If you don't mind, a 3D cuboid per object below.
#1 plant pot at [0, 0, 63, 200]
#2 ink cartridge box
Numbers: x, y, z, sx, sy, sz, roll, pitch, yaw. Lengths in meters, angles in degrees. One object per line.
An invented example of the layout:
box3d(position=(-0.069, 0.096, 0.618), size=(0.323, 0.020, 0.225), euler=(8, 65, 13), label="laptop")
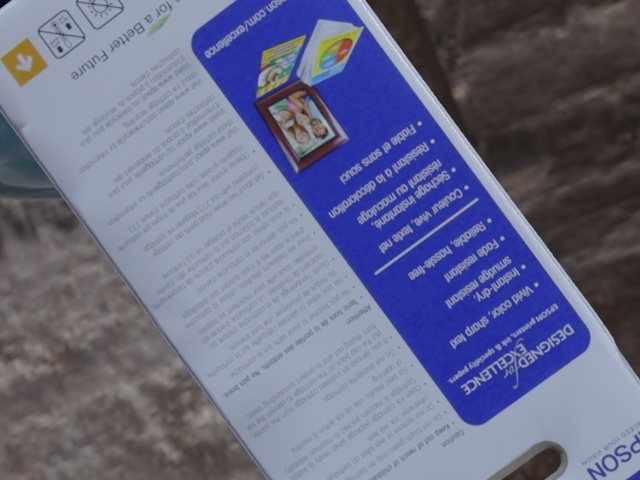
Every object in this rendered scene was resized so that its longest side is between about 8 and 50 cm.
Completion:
box3d(position=(-0.185, -0.142, 1.104), size=(0.271, 0.272, 0.255), euler=(-21, -25, 22), label="plant pot")
box3d(position=(0.000, 0.000, 0.812), size=(0.175, 0.371, 0.069), euler=(-36, -4, 5), label="ink cartridge box")
